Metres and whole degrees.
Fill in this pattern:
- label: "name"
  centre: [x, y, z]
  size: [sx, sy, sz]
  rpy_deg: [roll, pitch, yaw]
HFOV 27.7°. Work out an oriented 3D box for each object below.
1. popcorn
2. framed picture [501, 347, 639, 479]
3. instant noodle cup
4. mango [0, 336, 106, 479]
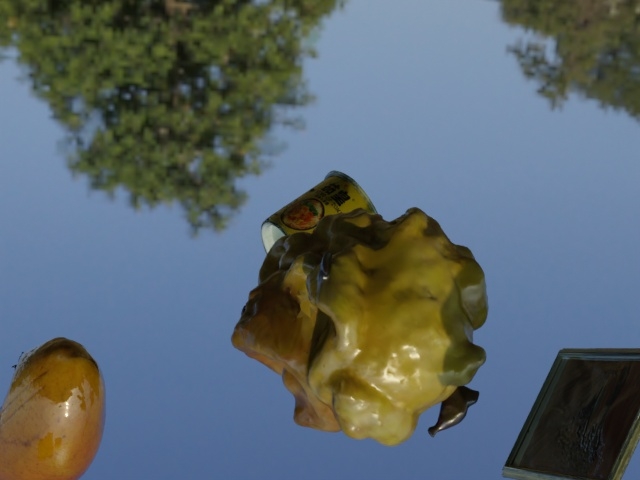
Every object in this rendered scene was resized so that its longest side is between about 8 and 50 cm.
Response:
- label: "popcorn"
  centre: [0.045, 0.099, 1.549]
  size: [0.315, 0.281, 0.297]
  rpy_deg: [-11, -129, 15]
- label: "framed picture"
  centre: [0.356, 0.236, 1.759]
  size: [0.016, 0.216, 0.273]
  rpy_deg: [34, 164, -16]
- label: "instant noodle cup"
  centre: [0.000, 0.000, 2.065]
  size: [0.144, 0.182, 0.182]
  rpy_deg: [-28, -149, -22]
- label: "mango"
  centre: [-0.320, 0.209, 1.547]
  size: [0.126, 0.252, 0.154]
  rpy_deg: [11, -134, -23]
